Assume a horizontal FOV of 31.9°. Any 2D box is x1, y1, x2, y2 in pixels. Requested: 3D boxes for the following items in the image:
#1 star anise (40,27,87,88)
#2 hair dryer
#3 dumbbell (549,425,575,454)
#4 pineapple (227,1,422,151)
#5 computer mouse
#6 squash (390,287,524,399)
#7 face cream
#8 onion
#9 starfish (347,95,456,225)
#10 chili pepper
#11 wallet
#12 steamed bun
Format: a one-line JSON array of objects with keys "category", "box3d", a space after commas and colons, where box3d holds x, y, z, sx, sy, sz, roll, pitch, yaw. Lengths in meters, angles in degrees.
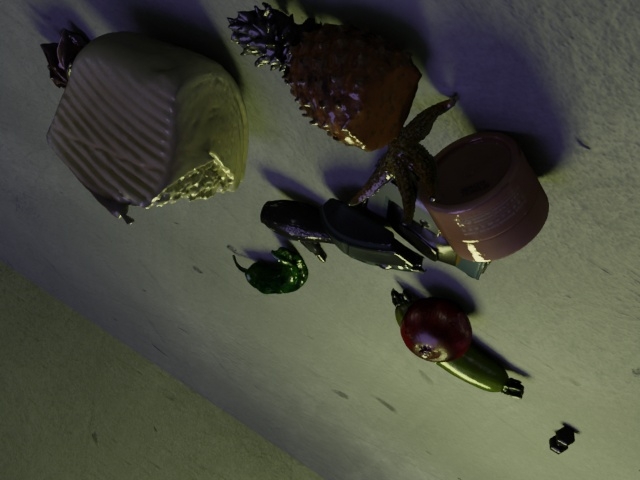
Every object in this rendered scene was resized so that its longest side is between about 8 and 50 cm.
[{"category": "star anise", "box3d": [-0.418, -0.281, 2.046, 0.231, 0.089, 0.209, 51, 166, -23]}, {"category": "hair dryer", "box3d": [0.000, 0.000, 2.083, 0.195, 0.075, 0.219, 17, 164, 18]}, {"category": "dumbbell", "box3d": [0.476, 0.394, 2.208, 0.036, 0.040, 0.083, 2, 156, -1]}, {"category": "pineapple", "box3d": [-0.007, -0.232, 1.487, 0.279, 0.158, 0.158, 33, 160, 32]}, {"category": "computer mouse", "box3d": [0.081, 0.006, 1.869, 0.231, 0.071, 0.126, 33, 178, 36]}, {"category": "squash", "box3d": [0.243, 0.205, 2.110, 0.318, 0.071, 0.080, 38, 163, -5]}, {"category": "face cream", "box3d": [0.218, -0.059, 1.497, 0.149, 0.149, 0.104, 11, 147, 46]}, {"category": "onion", "box3d": [0.205, 0.160, 2.005, 0.131, 0.131, 0.131, 30, 158, 14]}, {"category": "starfish", "box3d": [0.108, -0.112, 1.515, 0.050, 0.223, 0.217, 22, 127, -25]}, {"category": "chili pepper", "box3d": [-0.104, 0.070, 2.350, 0.122, 0.065, 0.279, 50, 153, -12]}, {"category": "wallet", "box3d": [0.168, -0.027, 1.750, 0.231, 0.069, 0.170, 33, 163, 8]}, {"category": "steamed bun", "box3d": [-0.253, -0.196, 1.828, 0.290, 0.273, 0.272, 29, -159, 22]}]
